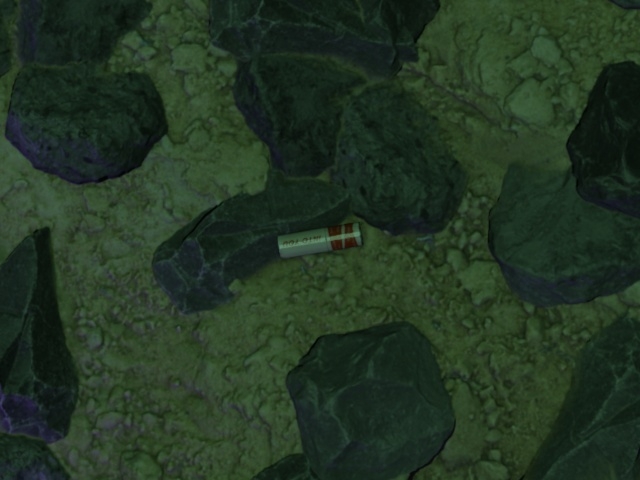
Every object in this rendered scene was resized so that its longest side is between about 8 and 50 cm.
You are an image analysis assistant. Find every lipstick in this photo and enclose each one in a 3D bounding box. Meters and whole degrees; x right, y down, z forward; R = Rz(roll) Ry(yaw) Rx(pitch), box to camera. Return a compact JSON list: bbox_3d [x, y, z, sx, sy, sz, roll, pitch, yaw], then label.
[{"bbox_3d":[0.000,0.000,1.653,0.130,0.038,0.038,-10,84,4],"label":"lipstick"}]
